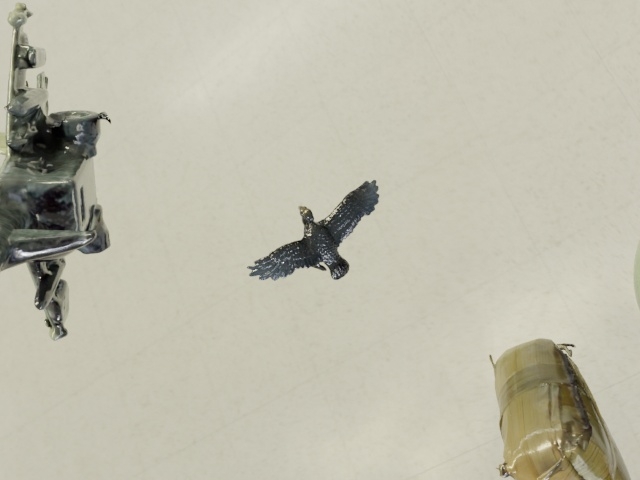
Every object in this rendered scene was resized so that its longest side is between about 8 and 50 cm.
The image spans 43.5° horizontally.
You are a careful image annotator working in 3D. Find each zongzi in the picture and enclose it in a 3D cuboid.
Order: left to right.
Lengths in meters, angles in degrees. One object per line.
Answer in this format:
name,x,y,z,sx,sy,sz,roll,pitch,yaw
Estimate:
zongzi,0.253,0.208,0.796,0.099,0.197,0.194,-35,22,24

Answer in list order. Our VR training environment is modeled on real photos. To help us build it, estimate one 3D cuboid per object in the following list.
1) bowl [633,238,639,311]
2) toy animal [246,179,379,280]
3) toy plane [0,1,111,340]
bowl,0.563,0.050,1.111,0.163,0.307,0.307,-179,100,-73
toy animal,0.000,0.000,1.073,0.220,0.108,0.062,-34,41,-20
toy plane,-0.146,-0.017,0.412,0.262,0.088,0.192,-135,42,-62
